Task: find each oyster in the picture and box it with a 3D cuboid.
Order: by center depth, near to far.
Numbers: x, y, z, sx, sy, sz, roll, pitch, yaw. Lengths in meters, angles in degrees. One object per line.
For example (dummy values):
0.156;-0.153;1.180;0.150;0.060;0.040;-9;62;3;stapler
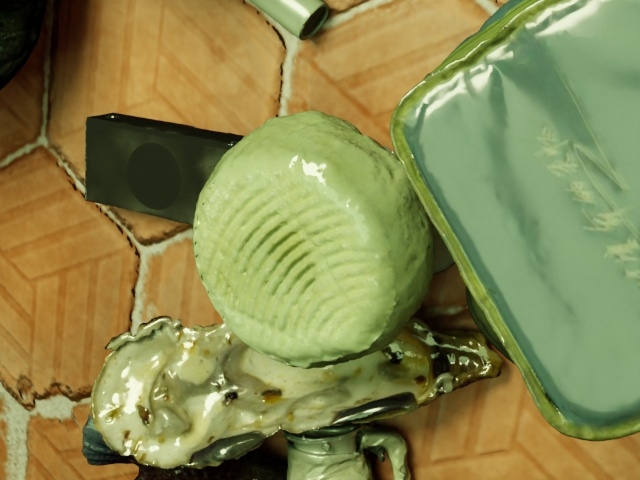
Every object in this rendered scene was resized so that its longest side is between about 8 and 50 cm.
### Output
-0.024;0.119;0.930;0.345;0.078;0.129;-8;59;8;oyster

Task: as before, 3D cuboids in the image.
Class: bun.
0.000;0.000;0.854;0.195;0.118;0.195;12;117;26;bun

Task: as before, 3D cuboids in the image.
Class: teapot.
0.029;0.248;0.970;0.107;0.077;0.200;-6;101;5;teapot

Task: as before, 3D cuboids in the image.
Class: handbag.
0.202;-0.041;0.698;0.222;0.241;0.263;-29;90;27;handbag

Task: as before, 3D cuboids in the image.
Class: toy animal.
-0.110;0.197;1.004;0.179;0.116;0.218;26;98;18;toy animal

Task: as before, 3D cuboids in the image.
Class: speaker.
-0.106;-0.057;0.982;0.218;0.044;0.082;13;108;26;speaker

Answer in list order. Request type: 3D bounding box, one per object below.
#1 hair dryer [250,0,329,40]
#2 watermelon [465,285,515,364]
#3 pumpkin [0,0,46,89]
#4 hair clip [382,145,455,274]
-0.003;-0.225;0.893;0.063;0.038;0.124;40;111;13;hair dryer
0.157;0.054;0.845;0.111;0.078;0.078;46;120;8;watermelon
-0.351;-0.250;0.965;0.315;0.238;0.315;20;117;44;pumpkin
0.076;-0.029;0.888;0.172;0.049;0.116;-15;91;34;hair clip
